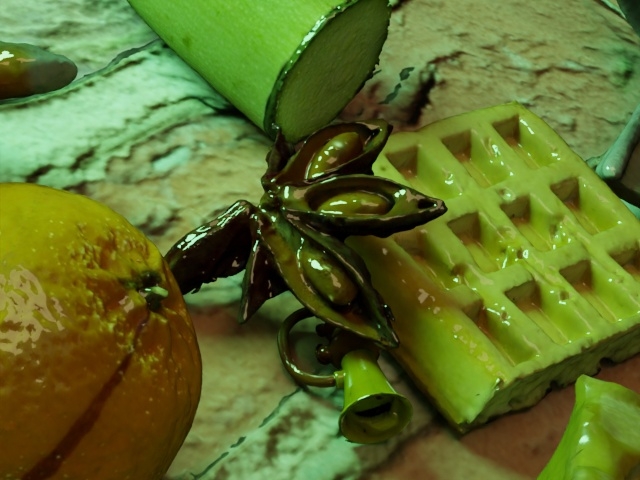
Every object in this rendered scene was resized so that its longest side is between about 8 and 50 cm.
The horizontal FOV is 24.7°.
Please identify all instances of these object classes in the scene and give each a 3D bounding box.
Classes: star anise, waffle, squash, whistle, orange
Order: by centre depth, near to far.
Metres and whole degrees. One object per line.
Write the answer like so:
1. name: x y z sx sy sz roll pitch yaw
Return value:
1. orange: -0.147 0.061 0.725 0.193 0.161 0.193 34 39 -33
2. whistle: 0.013 0.077 0.905 0.046 0.057 0.109 47 12 -43
3. star anise: 0.000 -0.002 0.906 0.157 0.053 0.212 27 60 24
4. waffle: 0.120 0.005 1.010 0.247 0.055 0.221 -18 57 -38
5. squash: -0.075 -0.192 1.074 0.247 0.132 0.132 41 43 21

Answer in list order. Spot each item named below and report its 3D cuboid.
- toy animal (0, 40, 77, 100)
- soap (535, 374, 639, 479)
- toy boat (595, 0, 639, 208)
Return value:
1. toy animal: -0.314 -0.084 0.876 0.284 0.225 0.302 10 25 14
2. soap: 0.234 0.254 0.728 0.335 0.156 0.293 22 38 -4
3. toy boat: 0.350 -0.094 1.207 0.276 0.111 0.294 23 54 -10
